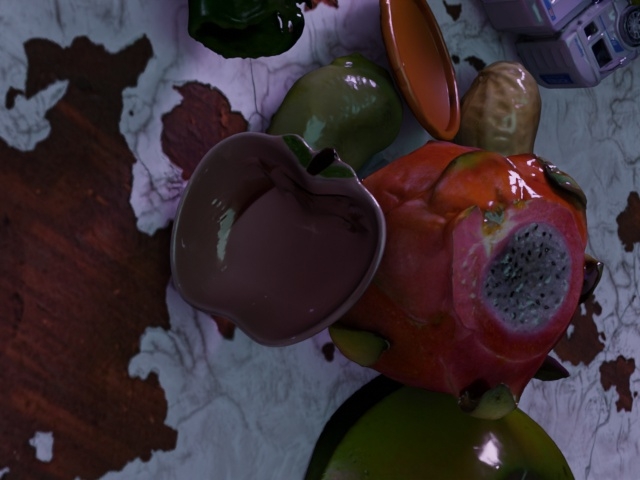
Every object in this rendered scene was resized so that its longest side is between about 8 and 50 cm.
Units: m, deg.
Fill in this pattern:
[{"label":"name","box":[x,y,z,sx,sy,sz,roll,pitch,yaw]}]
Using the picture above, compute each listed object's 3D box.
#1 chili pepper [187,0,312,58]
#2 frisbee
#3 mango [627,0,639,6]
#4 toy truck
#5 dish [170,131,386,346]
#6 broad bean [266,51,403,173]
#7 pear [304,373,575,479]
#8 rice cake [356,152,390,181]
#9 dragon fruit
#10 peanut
[{"label":"chili pepper","box":[-0.063,-0.374,1.485,0.167,0.213,0.385,5,81,-1]},{"label":"frisbee","box":[0.101,-0.195,1.698,0.192,0.035,0.192,50,31,-45]},{"label":"mango","box":[0.437,-0.336,1.968,0.273,0.149,0.185,24,71,-33]},{"label":"toy truck","box":[0.264,-0.299,1.827,0.155,0.124,0.268,-41,115,-27]},{"label":"dish","box":[-0.033,0.000,1.518,0.090,0.213,0.213,26,69,-74]},{"label":"broad bean","box":[0.016,-0.120,1.618,0.174,0.082,0.124,-39,118,-38]},{"label":"pear","box":[0.166,0.336,1.706,0.399,0.165,0.398,0,90,-43]},{"label":"rice cake","box":[0.000,0.000,1.629,0.245,0.045,0.042,-53,124,-29]},{"label":"dragon fruit","box":[0.166,0.036,1.612,0.291,0.189,0.290,-11,110,-33]},{"label":"peanut","box":[0.196,-0.094,1.781,0.103,0.098,0.229,8,83,-5]}]
